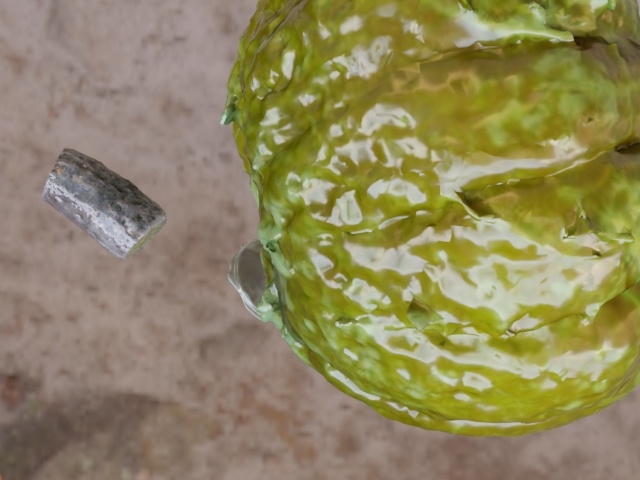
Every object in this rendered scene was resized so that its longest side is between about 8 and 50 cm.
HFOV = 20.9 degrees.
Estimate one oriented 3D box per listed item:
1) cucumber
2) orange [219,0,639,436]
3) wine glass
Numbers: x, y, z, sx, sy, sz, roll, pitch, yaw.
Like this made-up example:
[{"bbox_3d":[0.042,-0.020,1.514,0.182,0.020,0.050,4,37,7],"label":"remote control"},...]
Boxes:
[{"bbox_3d":[-0.194,-0.034,1.529,0.112,0.064,0.064,38,130,3],"label":"cucumber"},{"bbox_3d":[0.061,-0.045,0.875,0.223,0.300,0.301,-16,110,-4],"label":"orange"},{"bbox_3d":[0.000,0.000,1.593,0.122,0.122,0.183,26,143,-25],"label":"wine glass"}]
